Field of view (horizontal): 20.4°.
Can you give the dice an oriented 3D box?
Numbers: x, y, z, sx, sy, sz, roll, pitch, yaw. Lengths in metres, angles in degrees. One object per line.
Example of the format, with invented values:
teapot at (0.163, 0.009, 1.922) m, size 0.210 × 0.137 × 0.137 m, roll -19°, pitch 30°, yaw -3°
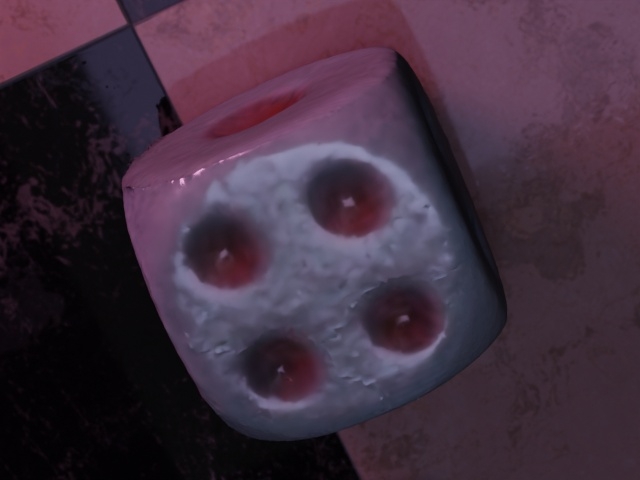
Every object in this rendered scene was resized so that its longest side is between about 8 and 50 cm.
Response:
dice at (0.000, 0.000, 1.561) m, size 0.268 × 0.264 × 0.262 m, roll -24°, pitch 106°, yaw 8°
